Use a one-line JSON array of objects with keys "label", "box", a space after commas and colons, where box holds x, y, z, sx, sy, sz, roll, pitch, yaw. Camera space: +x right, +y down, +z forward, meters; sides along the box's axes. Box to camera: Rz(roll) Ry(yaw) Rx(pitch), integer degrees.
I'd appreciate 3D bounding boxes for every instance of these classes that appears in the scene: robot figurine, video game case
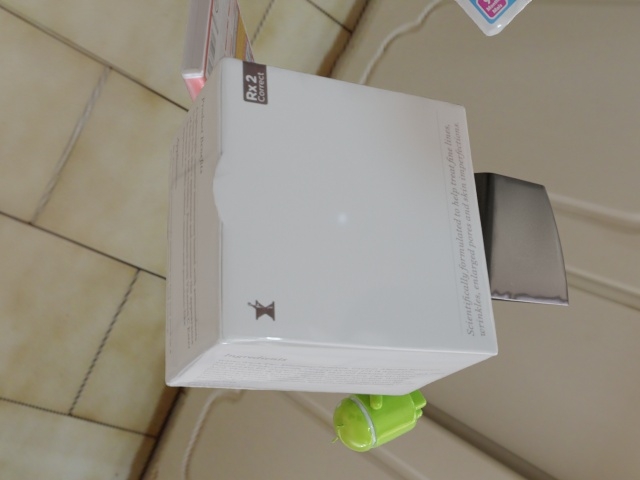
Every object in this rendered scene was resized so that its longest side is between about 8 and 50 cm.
[{"label": "robot figurine", "box": [0.065, 0.204, 0.983, 0.115, 0.067, 0.101, -20, 146, -23]}, {"label": "video game case", "box": [-0.106, -0.180, 0.982, 0.285, 0.025, 0.204, 75, 14, -59]}]

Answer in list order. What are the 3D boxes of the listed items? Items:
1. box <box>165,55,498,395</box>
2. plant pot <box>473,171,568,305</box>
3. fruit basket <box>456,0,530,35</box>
[{"label": "box", "box": [0.000, 0.000, 0.550, 0.182, 0.119, 0.180, 7, 67, -23]}, {"label": "plant pot", "box": [0.218, -0.002, 1.163, 0.187, 0.188, 0.166, 8, 84, -39]}, {"label": "fruit basket", "box": [0.147, -0.421, 0.763, 0.327, 0.165, 0.353, -47, 107, -15]}]
